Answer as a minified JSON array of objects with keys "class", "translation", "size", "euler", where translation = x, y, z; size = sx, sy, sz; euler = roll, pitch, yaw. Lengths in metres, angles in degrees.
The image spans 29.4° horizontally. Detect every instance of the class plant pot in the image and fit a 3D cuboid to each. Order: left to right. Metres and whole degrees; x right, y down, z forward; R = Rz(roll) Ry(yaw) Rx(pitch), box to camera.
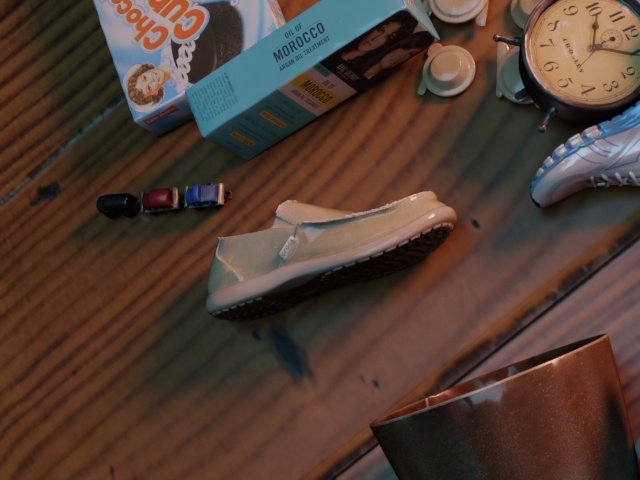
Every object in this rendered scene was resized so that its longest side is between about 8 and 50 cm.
[{"class":"plant pot","translation":[0.183,0.223,1.021],"size":[0.215,0.215,0.230],"euler":[-23,84,14]}]

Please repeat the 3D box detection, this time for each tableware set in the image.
[{"class":"tableware set","translation":[0.174,-0.207,1.230],"size":[0.168,0.020,0.141],"euler":[11,80,22]}]

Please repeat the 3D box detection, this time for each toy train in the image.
[{"class":"toy train","translation":[-0.170,-0.044,1.308],"size":[0.158,0.036,0.027],"euler":[-5,74,20]}]

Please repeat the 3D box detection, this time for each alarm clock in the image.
[{"class":"alarm clock","translation":[0.272,-0.182,1.156],"size":[0.192,0.064,0.129],"euler":[-23,75,2]}]

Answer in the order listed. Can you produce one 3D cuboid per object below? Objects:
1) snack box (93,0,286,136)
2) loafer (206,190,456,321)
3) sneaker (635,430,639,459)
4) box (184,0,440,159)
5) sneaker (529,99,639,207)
[{"class":"snack box","translation":[-0.164,-0.297,1.364],"size":[0.187,0.060,0.322],"euler":[-27,67,13]},{"class":"loafer","translation":[0.000,0.000,1.194],"size":[0.268,0.102,0.092],"euler":[-20,75,16]},{"class":"sneaker","translation":[0.322,0.203,0.963],"size":[0.122,0.331,0.146],"euler":[-18,23,-16]},{"class":"box","translation":[-0.008,-0.177,1.237],"size":[0.244,0.100,0.060],"euler":[-31,68,17]},{"class":"sneaker","translation":[0.285,-0.074,1.123],"size":[0.190,0.071,0.083],"euler":[-32,72,11]}]
